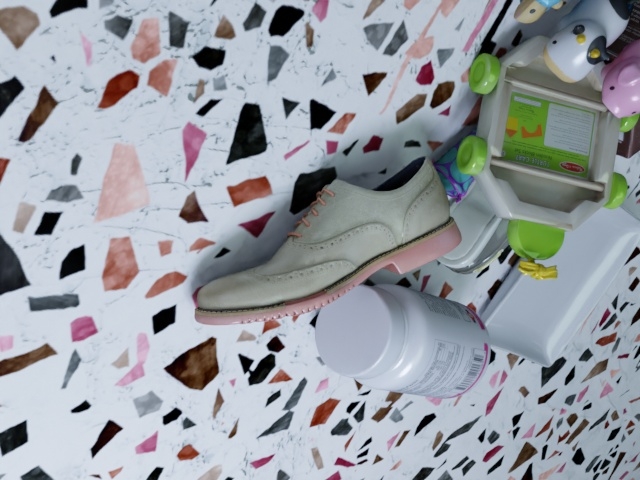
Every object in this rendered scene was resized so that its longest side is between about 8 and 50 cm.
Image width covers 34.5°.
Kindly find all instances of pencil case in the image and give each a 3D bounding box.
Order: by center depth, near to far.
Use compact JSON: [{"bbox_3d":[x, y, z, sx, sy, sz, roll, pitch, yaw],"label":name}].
[{"bbox_3d":[0.236,-0.127,1.531,0.151,0.070,0.064,-38,179,-15],"label":"pencil case"}]

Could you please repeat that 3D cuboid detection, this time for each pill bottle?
[{"bbox_3d":[0.128,0.153,1.578,0.283,0.160,0.160,18,106,-51],"label":"pill bottle"}]

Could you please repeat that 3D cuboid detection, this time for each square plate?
[{"bbox_3d":[0.449,0.065,1.931,0.344,0.049,0.347,23,103,-53],"label":"square plate"}]

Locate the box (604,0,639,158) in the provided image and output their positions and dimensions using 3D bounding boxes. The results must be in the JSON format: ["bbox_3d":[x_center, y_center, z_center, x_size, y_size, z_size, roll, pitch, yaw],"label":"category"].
[{"bbox_3d":[0.579,-0.321,1.671,0.381,0.143,0.191,-32,139,-21],"label":"box"}]

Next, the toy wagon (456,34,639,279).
[{"bbox_3d":[0.321,-0.115,1.489,0.267,0.068,0.344,11,86,-22],"label":"toy wagon"}]

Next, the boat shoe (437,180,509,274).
[{"bbox_3d":[0.294,-0.075,1.608,0.305,0.109,0.091,-50,148,3],"label":"boat shoe"}]

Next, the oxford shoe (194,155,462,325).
[{"bbox_3d":[0.000,0.000,1.377,0.397,0.140,0.147,-22,104,-26],"label":"oxford shoe"}]

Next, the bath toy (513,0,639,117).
[{"bbox_3d":[0.431,-0.240,1.433,0.348,0.129,0.151,40,86,-11],"label":"bath toy"}]

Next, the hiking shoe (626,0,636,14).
[{"bbox_3d":[0.447,-0.427,1.445,0.113,0.132,0.304,-28,137,-28],"label":"hiking shoe"}]
